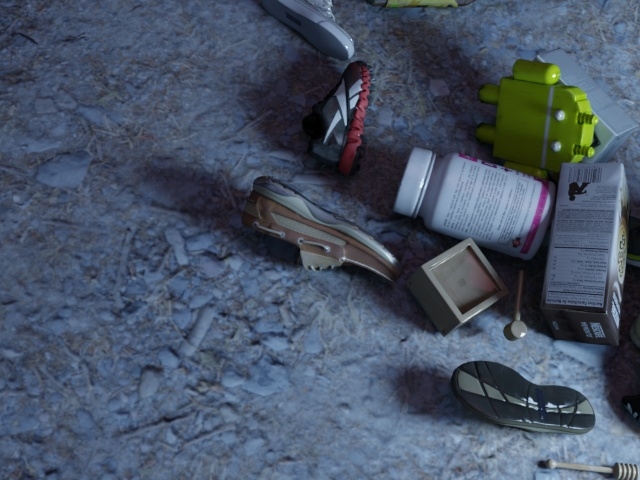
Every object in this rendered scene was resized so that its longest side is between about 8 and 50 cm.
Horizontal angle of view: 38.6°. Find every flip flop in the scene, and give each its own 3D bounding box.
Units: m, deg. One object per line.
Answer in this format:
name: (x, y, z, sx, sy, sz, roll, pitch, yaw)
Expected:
flip flop: (0.353, 0.290, 1.613, 0.277, 0.080, 0.112, 15, 53, -17)

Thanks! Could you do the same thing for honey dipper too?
honey dipper: (0.471, 0.396, 1.593, 0.161, 0.030, 0.030, 6, 60, 0)

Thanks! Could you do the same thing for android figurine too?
android figurine: (0.429, -0.232, 1.820, 0.056, 0.248, 0.273, -15, 28, -40)

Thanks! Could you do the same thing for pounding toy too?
pounding toy: (0.294, 0.108, 1.699, 0.181, 0.094, 0.206, -28, 77, -27)

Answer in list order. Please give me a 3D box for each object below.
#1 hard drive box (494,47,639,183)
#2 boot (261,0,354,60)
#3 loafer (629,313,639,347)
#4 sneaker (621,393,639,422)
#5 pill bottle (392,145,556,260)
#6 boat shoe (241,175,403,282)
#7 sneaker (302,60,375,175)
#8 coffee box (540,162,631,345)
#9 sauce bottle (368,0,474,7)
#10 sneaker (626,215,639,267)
hard drive box: (0.497, -0.244, 1.864, 0.089, 0.181, 0.232, -22, 64, -37)
boot: (-0.001, -0.505, 1.998, 0.258, 0.095, 0.123, 39, 69, 15)
loafer: (0.691, 0.103, 1.752, 0.102, 0.092, 0.268, 34, 62, 12)
sneaker: (0.658, 0.203, 1.650, 0.121, 0.108, 0.302, 31, 79, 28)
pill bottle: (0.292, -0.077, 1.757, 0.283, 0.160, 0.160, 18, 60, 4)
boat shoe: (0.000, 0.000, 1.715, 0.324, 0.123, 0.116, 30, 94, -1)
sneaker: (0.036, -0.264, 1.865, 0.135, 0.097, 0.276, 12, 61, -4)
coffee box: (0.495, 0.025, 1.686, 0.119, 0.168, 0.297, 2, 66, 26)
sauce bottle: (0.278, -0.583, 2.076, 0.345, 0.111, 0.111, -1, 61, -8)
sneaker: (0.660, -0.006, 1.735, 0.111, 0.121, 0.300, -26, 28, -19)
